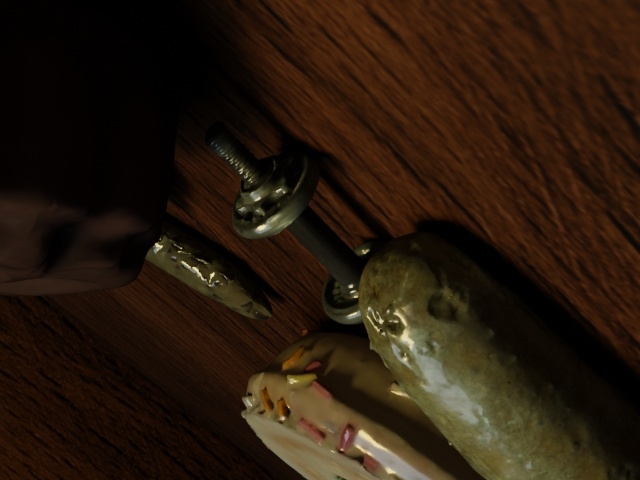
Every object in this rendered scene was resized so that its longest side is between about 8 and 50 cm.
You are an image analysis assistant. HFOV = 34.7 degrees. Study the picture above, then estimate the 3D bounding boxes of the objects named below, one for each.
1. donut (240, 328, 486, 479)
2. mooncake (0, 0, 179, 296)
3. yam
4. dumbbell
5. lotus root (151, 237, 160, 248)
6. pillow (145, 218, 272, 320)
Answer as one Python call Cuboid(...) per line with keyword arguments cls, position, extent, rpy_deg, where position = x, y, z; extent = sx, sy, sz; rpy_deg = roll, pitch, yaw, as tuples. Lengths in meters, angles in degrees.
Cuboid(cls="donut", position=(0.092, 0.231, 1.127), extent=(0.382, 0.142, 0.382), rpy_deg=(30, 162, 11))
Cuboid(cls="mooncake", position=(-0.286, -0.063, 0.702), extent=(0.381, 0.212, 0.350), rpy_deg=(2, 171, -14))
Cuboid(cls="yam", position=(0.153, 0.121, 0.782), extent=(0.330, 0.133, 0.133), rpy_deg=(46, 160, -17))
Cuboid(cls="dumbbell", position=(0.000, 0.000, 0.793), extent=(0.254, 0.081, 0.081), rpy_deg=(45, 160, -30))
Cuboid(cls="lotus root", position=(-0.218, -0.048, 0.993), extent=(0.120, 0.120, 0.209), rpy_deg=(24, 160, 31))
Cuboid(cls="pillow", position=(-0.156, 0.017, 1.164), extent=(0.241, 0.051, 0.093), rpy_deg=(33, 167, 9))
